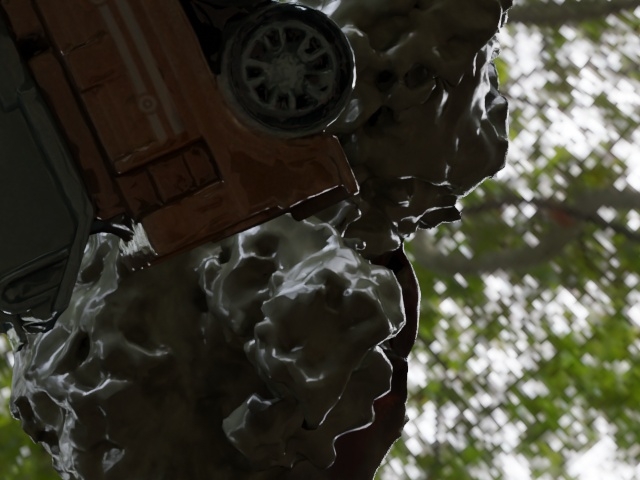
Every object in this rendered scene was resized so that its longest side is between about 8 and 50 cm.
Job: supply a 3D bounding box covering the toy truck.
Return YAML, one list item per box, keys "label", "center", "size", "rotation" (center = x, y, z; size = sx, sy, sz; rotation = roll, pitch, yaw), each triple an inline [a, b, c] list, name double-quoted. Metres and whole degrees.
- label: "toy truck"
  center: [-0.128, -0.138, 0.777]
  size: [0.184, 0.133, 0.338]
  rotation: [-25, -89, -12]

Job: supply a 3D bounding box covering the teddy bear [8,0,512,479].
- label: "teddy bear"
  center: [0.000, 0.000, 1.000]
  size: [0.224, 0.357, 0.367]
  rotation: [36, -82, -17]
